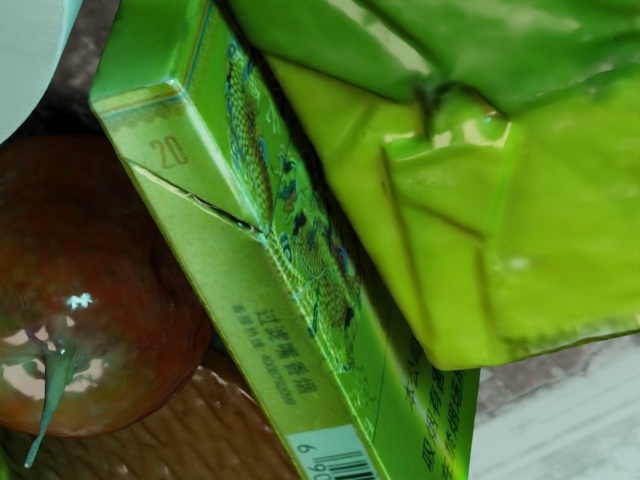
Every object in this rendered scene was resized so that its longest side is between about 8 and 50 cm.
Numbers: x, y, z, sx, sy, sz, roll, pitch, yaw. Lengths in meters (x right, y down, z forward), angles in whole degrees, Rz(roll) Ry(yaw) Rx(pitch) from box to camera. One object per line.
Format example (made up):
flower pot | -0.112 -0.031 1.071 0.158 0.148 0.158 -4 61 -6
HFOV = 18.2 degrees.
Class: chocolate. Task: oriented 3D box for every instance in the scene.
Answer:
chocolate | 0.130 -0.113 0.755 0.300 0.137 0.289 -12 129 22

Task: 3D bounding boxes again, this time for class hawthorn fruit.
hawthorn fruit | -0.108 0.022 0.906 0.149 0.149 0.189 32 172 -19

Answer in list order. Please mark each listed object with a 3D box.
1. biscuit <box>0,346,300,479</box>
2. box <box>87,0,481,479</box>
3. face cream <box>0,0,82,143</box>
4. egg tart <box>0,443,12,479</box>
biscuit | -0.116 0.131 1.091 0.262 0.037 0.262 5 133 5
box | 0.000 0.000 0.856 0.043 0.173 0.311 -11 129 20
face cream | -0.179 -0.156 0.737 0.218 0.179 0.218 5 133 5
egg tart | -0.288 0.122 0.997 0.387 0.169 0.388 15 134 17
